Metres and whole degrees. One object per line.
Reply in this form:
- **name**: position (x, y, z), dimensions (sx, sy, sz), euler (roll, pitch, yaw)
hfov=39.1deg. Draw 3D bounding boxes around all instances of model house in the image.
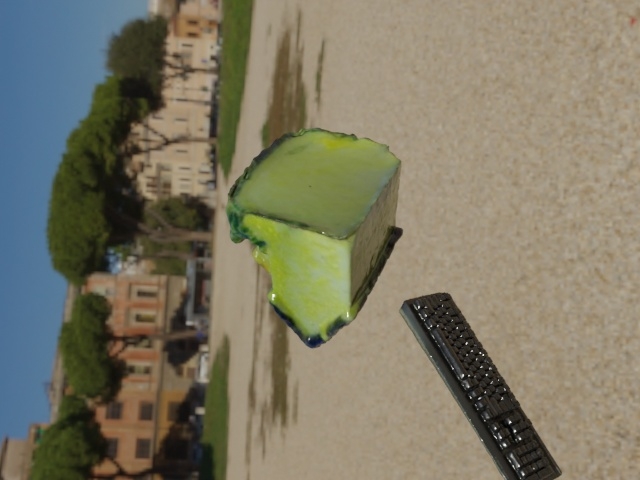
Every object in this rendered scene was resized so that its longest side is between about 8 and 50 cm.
- **model house**: position (0.000, 0.000, 1.102), dimensions (0.194, 0.170, 0.212), euler (-59, -26, -44)

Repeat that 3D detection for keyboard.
- **keyboard**: position (0.168, 0.153, 0.940), dimensions (0.025, 0.093, 0.230), euler (-46, 65, 34)
